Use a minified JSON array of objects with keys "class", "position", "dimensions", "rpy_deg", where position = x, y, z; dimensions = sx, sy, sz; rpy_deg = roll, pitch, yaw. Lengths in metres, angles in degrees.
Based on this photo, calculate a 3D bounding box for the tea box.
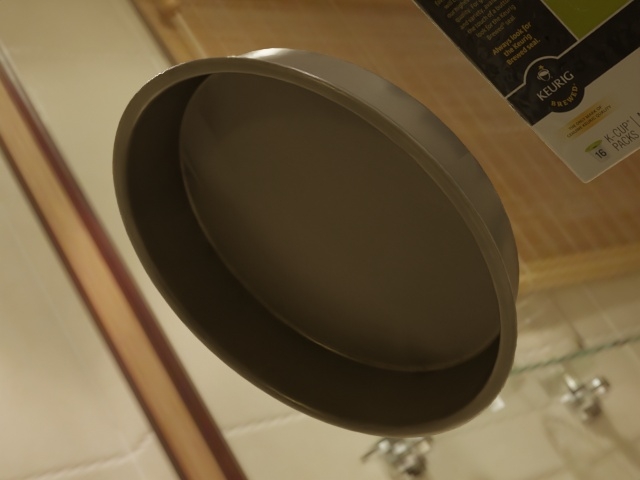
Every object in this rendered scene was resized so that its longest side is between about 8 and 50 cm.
[{"class":"tea box","position":[0.269,-0.288,1.174],"dimensions":[0.329,0.323,0.220],"rpy_deg":[-37,10,43]}]

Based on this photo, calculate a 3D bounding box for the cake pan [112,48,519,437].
[{"class":"cake pan","position":[0.000,0.000,0.855],"dimensions":[0.054,0.293,0.293],"rpy_deg":[-49,-9,-39]}]
